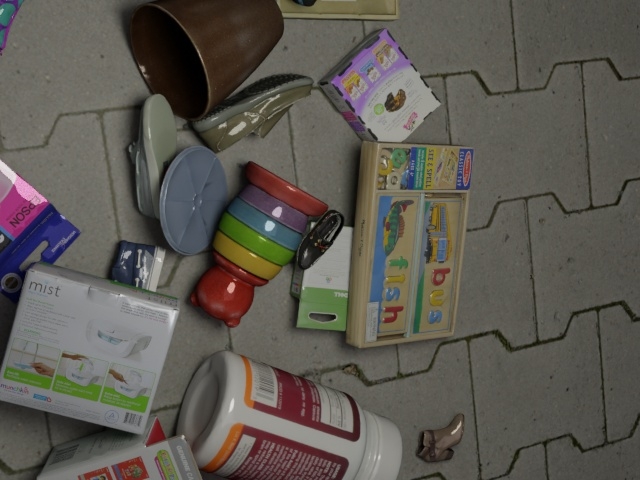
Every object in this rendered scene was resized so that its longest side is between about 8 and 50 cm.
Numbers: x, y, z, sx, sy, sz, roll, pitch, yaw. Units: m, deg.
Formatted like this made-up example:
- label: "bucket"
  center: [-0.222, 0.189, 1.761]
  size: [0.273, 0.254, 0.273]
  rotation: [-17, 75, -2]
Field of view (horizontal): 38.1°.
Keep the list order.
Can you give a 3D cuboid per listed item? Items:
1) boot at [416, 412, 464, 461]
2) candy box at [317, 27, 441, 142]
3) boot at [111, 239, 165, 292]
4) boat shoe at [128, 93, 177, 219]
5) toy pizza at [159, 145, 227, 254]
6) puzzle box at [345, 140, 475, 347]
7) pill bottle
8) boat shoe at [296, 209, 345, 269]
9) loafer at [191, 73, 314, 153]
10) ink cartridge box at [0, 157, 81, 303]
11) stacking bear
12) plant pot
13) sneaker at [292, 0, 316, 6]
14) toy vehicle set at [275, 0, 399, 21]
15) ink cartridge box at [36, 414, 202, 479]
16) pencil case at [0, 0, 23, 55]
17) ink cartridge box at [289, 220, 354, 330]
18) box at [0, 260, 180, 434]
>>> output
- label: "boot"
  center: [0.258, 0.424, 2.009]
  size: [0.087, 0.042, 0.119]
  rotation: [17, 88, -22]
- label: "candy box"
  center: [0.120, -0.294, 1.857]
  size: [0.165, 0.070, 0.196]
  rotation: [-45, 110, -14]
- label: "boot"
  center: [-0.346, 0.096, 1.699]
  size: [0.086, 0.069, 0.190]
  rotation: [13, 87, -11]
- label: "boat shoe"
  center: [-0.309, -0.149, 1.672]
  size: [0.079, 0.081, 0.228]
  rotation: [-25, 115, -59]
- label: "toy pizza"
  center: [-0.237, -0.074, 1.697]
  size: [0.201, 0.032, 0.201]
  rotation: [-27, 121, -57]
- label: "puzzle box"
  center: [0.184, 0.006, 1.877]
  size: [0.272, 0.052, 0.409]
  rotation: [-3, 102, -38]
- label: "pill bottle"
  center: [-0.055, 0.371, 1.763]
  size: [0.392, 0.224, 0.224]
  rotation: [24, 85, -24]
- label: "boat shoe"
  center: [-0.001, -0.001, 1.781]
  size: [0.049, 0.042, 0.133]
  rotation: [37, 83, -22]
- label: "loafer"
  center: [-0.121, -0.241, 1.753]
  size: [0.251, 0.094, 0.087]
  rotation: [-27, 117, -15]
- label: "ink cartridge box"
  center: [-0.595, -0.070, 1.567]
  size: [0.371, 0.069, 0.176]
  rotation: [46, 77, -23]
- label: "stacking bear"
  center: [-0.131, 0.017, 1.732]
  size: [0.175, 0.164, 0.289]
  rotation: [30, 93, 0]
- label: "plant pot"
  center: [-0.182, -0.360, 1.658]
  size: [0.230, 0.215, 0.215]
  rotation: [-35, 108, -32]
- label: "sneaker"
  center: [0.066, -0.557, 1.760]
  size: [0.340, 0.125, 0.140]
  rotation: [-26, 132, -22]
- label: "toy vehicle set"
  center: [0.028, -0.517, 1.812]
  size: [0.266, 0.035, 0.166]
  rotation: [-4, 97, -24]
- label: "ink cartridge box"
  center: [-0.311, 0.490, 1.660]
  size: [0.271, 0.130, 0.310]
  rotation: [-17, 104, 3]
- label: "pencil case"
  center: [-0.532, -0.392, 1.557]
  size: [0.070, 0.064, 0.152]
  rotation: [27, 85, -8]
- label: "ink cartridge box"
  center: [0.005, 0.069, 1.846]
  size: [0.108, 0.062, 0.209]
  rotation: [7, 92, -24]
- label: "box"
  center: [-0.397, 0.182, 1.598]
  size: [0.261, 0.127, 0.231]
  rotation: [15, 94, -9]
